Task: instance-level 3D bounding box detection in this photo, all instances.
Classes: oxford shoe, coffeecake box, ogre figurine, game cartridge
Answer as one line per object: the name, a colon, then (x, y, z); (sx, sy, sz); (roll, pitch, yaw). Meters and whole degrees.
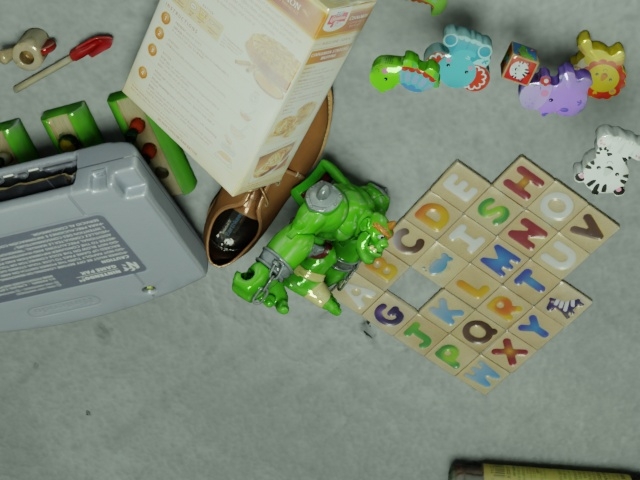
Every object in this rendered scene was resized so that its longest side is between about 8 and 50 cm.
oxford shoe: (-0.046, -0.059, 1.050); (0.076, 0.076, 0.212); (23, 123, -6)
coffeecake box: (-0.062, -0.154, 0.951); (0.142, 0.068, 0.185); (43, 126, 18)
ogre figurine: (0.000, 0.000, 1.036); (0.197, 0.097, 0.118); (15, 115, -50)
game cartridge: (-0.264, 0.010, 1.099); (0.294, 0.060, 0.196); (-12, 141, 12)

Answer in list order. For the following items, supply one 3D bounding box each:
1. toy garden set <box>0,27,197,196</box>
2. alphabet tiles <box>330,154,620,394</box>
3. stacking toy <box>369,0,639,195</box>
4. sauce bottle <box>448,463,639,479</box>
toy garden set: (-0.264, -0.097, 1.068); (0.244, 0.049, 0.203); (-12, 122, 16)
alphabet tiles: (0.156, 0.030, 1.123); (0.198, 0.009, 0.237); (33, 123, -15)
stacking toy: (0.142, -0.127, 0.919); (0.221, 0.167, 0.052); (19, 125, -6)
sauce bottle: (0.302, 0.292, 1.223); (0.344, 0.111, 0.111); (2, 125, 7)
